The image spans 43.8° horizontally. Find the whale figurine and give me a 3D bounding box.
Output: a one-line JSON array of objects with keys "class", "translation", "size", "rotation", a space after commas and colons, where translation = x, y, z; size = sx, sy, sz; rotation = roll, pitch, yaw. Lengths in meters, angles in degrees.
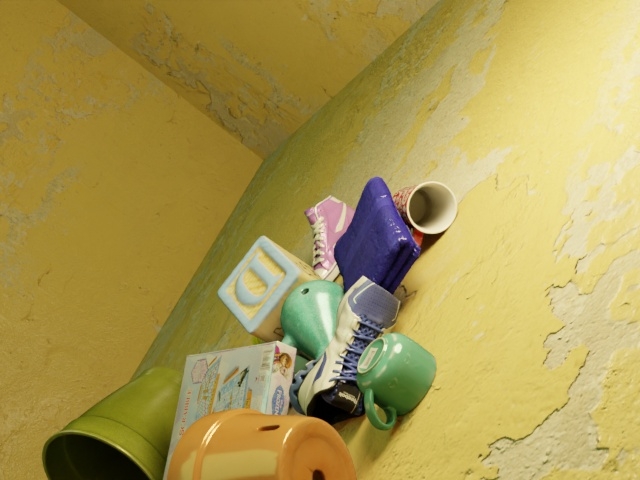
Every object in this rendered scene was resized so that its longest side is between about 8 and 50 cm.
[{"class": "whale figurine", "translation": [0.001, 0.188, 1.738], "size": [0.216, 0.141, 0.272], "rotation": [-23, 30, 4]}]

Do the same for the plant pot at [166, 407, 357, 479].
[{"class": "plant pot", "translation": [-0.076, 0.405, 1.301], "size": [0.203, 0.291, 0.291], "rotation": [-22, 30, 32]}]

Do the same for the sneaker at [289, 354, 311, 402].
[{"class": "sneaker", "translation": [-0.118, 0.316, 1.840], "size": [0.331, 0.146, 0.122], "rotation": [-54, 13, -9]}]

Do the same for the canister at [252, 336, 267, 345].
[{"class": "canister", "translation": [-0.098, 0.219, 2.135], "size": [0.170, 0.073, 0.126], "rotation": [-41, 19, 35]}]

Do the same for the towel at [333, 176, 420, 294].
[{"class": "towel", "translation": [0.119, 0.021, 1.728], "size": [0.308, 0.076, 0.228], "rotation": [-104, 36, -60]}]

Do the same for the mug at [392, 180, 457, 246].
[{"class": "mug", "translation": [0.208, -0.063, 1.775], "size": [0.150, 0.113, 0.169], "rotation": [-44, 11, -5]}]

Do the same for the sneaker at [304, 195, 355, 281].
[{"class": "sneaker", "translation": [0.000, 0.000, 2.175], "size": [0.102, 0.161, 0.282], "rotation": [-32, 27, 50]}]

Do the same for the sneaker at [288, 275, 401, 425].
[{"class": "sneaker", "translation": [0.063, 0.242, 1.533], "size": [0.316, 0.127, 0.182], "rotation": [-58, 18, 7]}]

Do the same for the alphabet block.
[{"class": "alphabet block", "translation": [-0.098, 0.139, 1.950], "size": [0.193, 0.197, 0.192], "rotation": [-50, 45, 4]}]

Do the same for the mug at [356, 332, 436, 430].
[{"class": "mug", "translation": [0.123, 0.233, 1.380], "size": [0.129, 0.097, 0.158], "rotation": [-46, 16, 23]}]

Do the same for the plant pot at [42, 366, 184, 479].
[{"class": "plant pot", "translation": [-0.479, 0.531, 2.125], "size": [0.366, 0.366, 0.353], "rotation": [-41, 7, 37]}]

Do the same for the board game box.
[{"class": "board game box", "translation": [-0.200, 0.393, 1.718], "size": [0.318, 0.066, 0.319], "rotation": [-14, 58, 43]}]
